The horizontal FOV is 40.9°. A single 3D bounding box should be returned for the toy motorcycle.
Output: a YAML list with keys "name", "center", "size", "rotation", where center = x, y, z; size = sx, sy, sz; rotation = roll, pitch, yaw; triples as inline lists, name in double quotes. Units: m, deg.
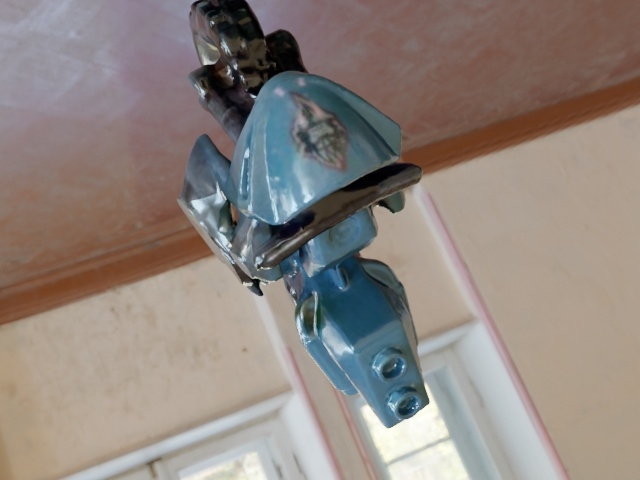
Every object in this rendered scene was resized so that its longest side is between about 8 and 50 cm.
- name: "toy motorcycle"
  center: [0.000, 0.000, 0.710]
  size: [0.172, 0.232, 0.416]
  rotation: [-27, 123, -12]
